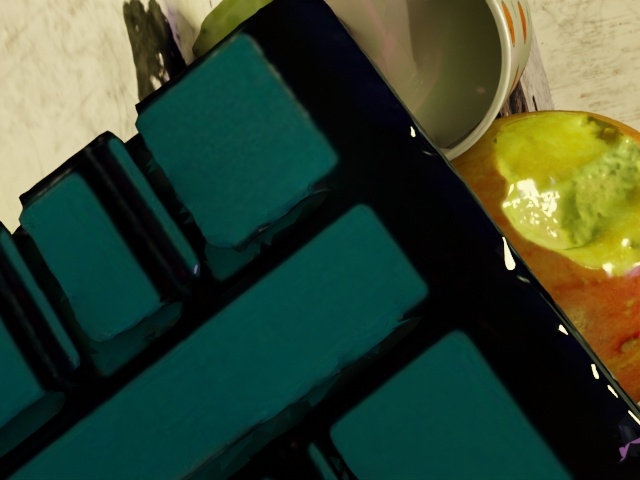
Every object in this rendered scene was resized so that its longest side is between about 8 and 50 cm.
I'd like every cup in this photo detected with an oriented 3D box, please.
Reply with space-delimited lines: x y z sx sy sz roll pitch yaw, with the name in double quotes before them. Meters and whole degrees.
"cup" 0.101 -0.198 1.591 0.317 0.212 0.212 -43 120 -71

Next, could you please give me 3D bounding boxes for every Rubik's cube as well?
"Rubik's cube" -0.002 0.105 0.779 0.283 0.288 0.293 56 9 24

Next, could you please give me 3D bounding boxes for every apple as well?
"apple" 0.220 0.030 1.676 0.339 0.339 0.340 -11 90 -73

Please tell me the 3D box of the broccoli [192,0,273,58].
"broccoli" 0.018 0.005 1.174 0.353 0.274 0.397 12 -66 59
